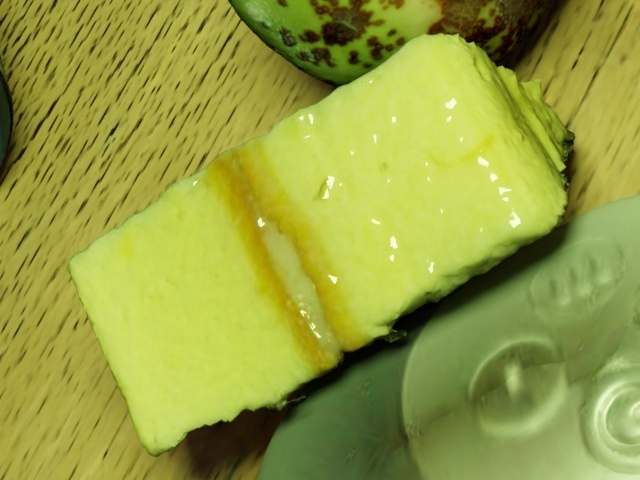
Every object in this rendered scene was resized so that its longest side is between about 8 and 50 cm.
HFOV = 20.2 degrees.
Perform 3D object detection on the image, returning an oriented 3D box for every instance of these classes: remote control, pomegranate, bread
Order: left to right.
[{"bbox_3d":[0.000,0.000,0.954,0.266,0.142,0.178,-33,28,20],"label":"bread"},{"bbox_3d":[0.057,-0.183,0.987,0.214,0.214,0.248,-57,22,-9],"label":"pomegranate"},{"bbox_3d":[0.110,0.098,0.881,0.332,0.103,0.221,-31,43,15],"label":"remote control"}]

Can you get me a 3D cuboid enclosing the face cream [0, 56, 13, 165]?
[{"bbox_3d":[-0.345,-0.133,1.195,0.249,0.249,0.225,-33,53,11],"label":"face cream"}]
